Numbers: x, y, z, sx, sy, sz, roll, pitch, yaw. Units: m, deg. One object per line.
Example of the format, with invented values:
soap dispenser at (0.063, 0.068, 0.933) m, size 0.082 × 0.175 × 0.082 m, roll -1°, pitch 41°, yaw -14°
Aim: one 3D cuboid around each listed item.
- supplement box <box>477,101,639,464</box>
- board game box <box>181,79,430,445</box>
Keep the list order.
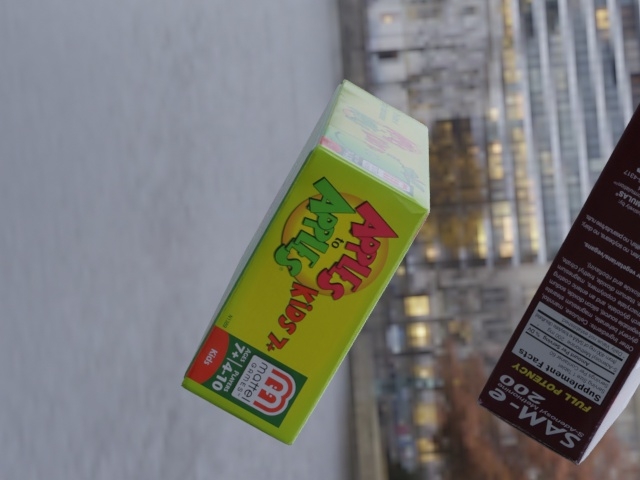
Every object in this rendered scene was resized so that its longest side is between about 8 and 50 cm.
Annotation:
supplement box at (0.188, -0.001, 0.974) m, size 0.239 × 0.073 × 0.130 m, roll -63°, pitch 165°, yaw 20°
board game box at (0.000, 0.000, 0.627) m, size 0.092 × 0.043 × 0.181 m, roll -61°, pitch -177°, yaw 12°
